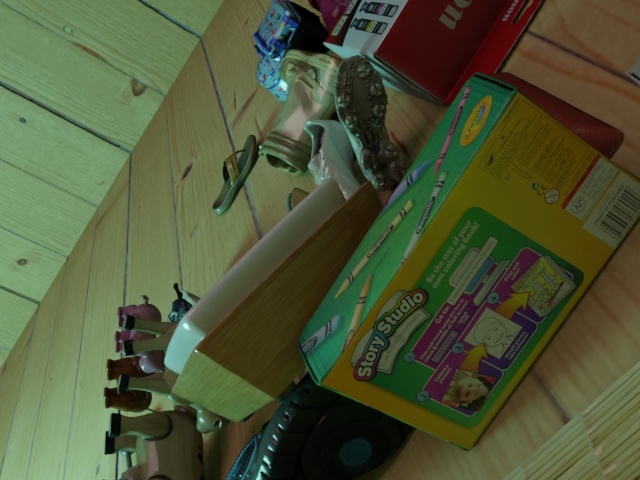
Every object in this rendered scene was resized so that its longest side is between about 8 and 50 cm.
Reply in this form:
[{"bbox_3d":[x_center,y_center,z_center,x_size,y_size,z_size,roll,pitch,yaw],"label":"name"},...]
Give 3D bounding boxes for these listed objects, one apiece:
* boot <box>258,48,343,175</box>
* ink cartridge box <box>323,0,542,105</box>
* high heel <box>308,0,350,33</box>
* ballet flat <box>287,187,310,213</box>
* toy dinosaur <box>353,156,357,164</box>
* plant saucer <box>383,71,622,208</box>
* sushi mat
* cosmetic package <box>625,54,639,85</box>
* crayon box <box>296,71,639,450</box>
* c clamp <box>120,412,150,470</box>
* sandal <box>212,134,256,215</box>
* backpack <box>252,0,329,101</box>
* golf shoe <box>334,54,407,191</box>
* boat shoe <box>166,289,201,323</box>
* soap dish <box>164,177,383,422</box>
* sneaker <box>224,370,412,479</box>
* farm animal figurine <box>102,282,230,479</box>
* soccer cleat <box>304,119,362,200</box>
[{"bbox_3d":[-0.043,-0.221,1.369,0.203,0.095,0.262,-62,28,2],"label":"boot"},{"bbox_3d":[0.172,-0.345,1.021,0.309,0.130,0.272,-59,25,6],"label":"ink cartridge box"},{"bbox_3d":[0.016,-0.432,1.518,0.244,0.082,0.117,29,100,62],"label":"high heel"},{"bbox_3d":[0.000,0.000,1.086,0.073,0.080,0.232,-22,40,14],"label":"ballet flat"},{"bbox_3d":[0.023,-0.121,1.171,0.092,0.053,0.183,-60,24,8],"label":"toy dinosaur"},{"bbox_3d":[0.157,-0.053,0.836,0.259,0.048,0.258,-56,24,14],"label":"plant saucer"},{"bbox_3d":[0.166,0.215,0.555,0.316,0.019,0.151,-51,27,24],"label":"sushi mat"},{"bbox_3d":[0.277,-0.095,0.551,0.041,0.115,0.060,-53,24,22],"label":"cosmetic package"},{"bbox_3d":[0.126,0.024,0.663,0.278,0.165,0.081,-57,24,10],"label":"crayon box"},{"bbox_3d":[-0.321,0.377,1.356,0.137,0.022,0.160,-56,25,12],"label":"c clamp"},{"bbox_3d":[-0.181,-0.138,1.604,0.180,0.049,0.072,-62,24,0],"label":"sandal"},{"bbox_3d":[-0.072,-0.370,1.550,0.173,0.117,0.158,-56,30,23],"label":"backpack"},{"bbox_3d":[0.055,-0.151,1.023,0.069,0.176,0.086,-17,13,-5],"label":"golf shoe"},{"bbox_3d":[-0.207,0.133,1.303,0.079,0.095,0.254,-64,22,-9],"label":"boat shoe"},{"bbox_3d":[-0.045,0.077,0.825,0.229,0.118,0.291,-45,-3,-23],"label":"soap dish"},{"bbox_3d":[-0.024,0.209,0.815,0.340,0.125,0.139,-54,21,13],"label":"sneaker"},{"bbox_3d":[-0.201,0.250,1.077,0.330,0.172,0.326,140,132,-66],"label":"farm animal figurine"},{"bbox_3d":[0.020,-0.079,1.056,0.068,0.076,0.196,-45,46,44],"label":"soccer cleat"}]
